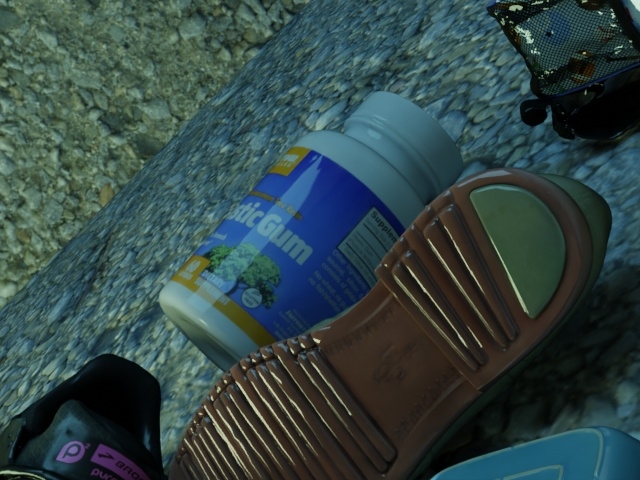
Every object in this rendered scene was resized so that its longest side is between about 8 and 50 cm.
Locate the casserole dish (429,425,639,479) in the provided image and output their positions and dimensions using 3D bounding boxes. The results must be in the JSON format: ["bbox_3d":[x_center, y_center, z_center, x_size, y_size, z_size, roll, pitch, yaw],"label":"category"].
[{"bbox_3d":[0.108,0.158,0.690,0.188,0.037,0.114,-28,23,42],"label":"casserole dish"}]

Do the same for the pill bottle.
[{"bbox_3d":[0.000,0.000,1.080,0.272,0.152,0.152,-49,19,-15],"label":"pill bottle"}]

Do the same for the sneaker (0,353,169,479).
[{"bbox_3d":[-0.216,0.232,0.917,0.202,0.185,0.483,-59,14,20],"label":"sneaker"}]

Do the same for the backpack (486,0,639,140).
[{"bbox_3d":[0.284,-0.248,0.981,0.263,0.213,0.276,-10,33,41],"label":"backpack"}]

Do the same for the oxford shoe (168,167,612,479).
[{"bbox_3d":[0.051,0.101,0.853,0.397,0.140,0.146,-40,-16,28],"label":"oxford shoe"}]
